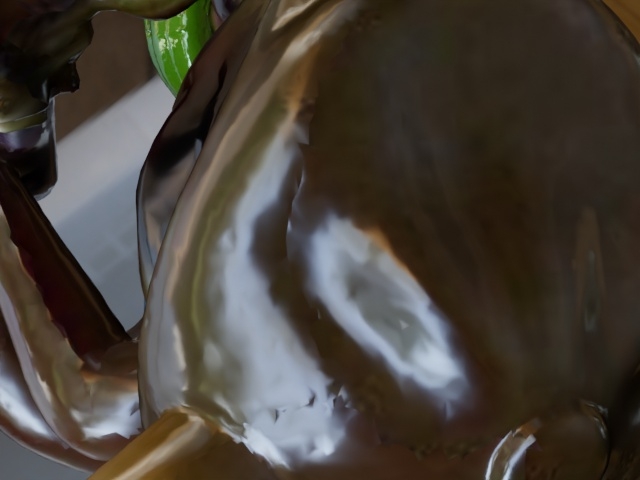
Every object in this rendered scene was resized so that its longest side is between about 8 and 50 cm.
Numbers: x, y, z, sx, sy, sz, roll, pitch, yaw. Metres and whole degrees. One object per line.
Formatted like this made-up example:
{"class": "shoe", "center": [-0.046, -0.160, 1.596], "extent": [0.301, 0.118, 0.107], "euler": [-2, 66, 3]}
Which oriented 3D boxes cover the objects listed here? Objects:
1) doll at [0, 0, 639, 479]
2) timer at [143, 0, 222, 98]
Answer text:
{"class": "doll", "center": [0.000, -0.005, 0.526], "extent": [0.318, 0.340, 0.209], "euler": [6, 92, -7]}
{"class": "timer", "center": [-0.026, -0.108, 0.822], "extent": [0.128, 0.047, 0.140], "euler": [53, 52, -40]}
